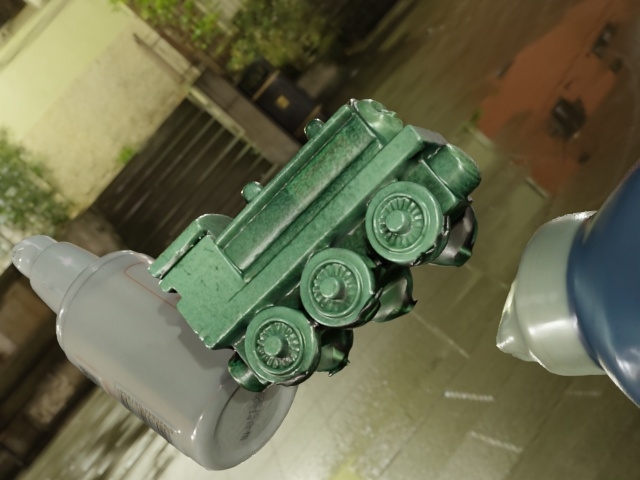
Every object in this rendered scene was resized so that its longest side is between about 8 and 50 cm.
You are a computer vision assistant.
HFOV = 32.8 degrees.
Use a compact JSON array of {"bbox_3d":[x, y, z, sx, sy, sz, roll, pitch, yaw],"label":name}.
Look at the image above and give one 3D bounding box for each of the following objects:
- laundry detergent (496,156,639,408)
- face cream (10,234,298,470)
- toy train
[{"bbox_3d":[0.187,0.002,0.401,0.290,0.094,0.143,-11,56,47],"label":"laundry detergent"},{"bbox_3d":[-0.137,0.062,0.801,0.101,0.251,0.101,-34,-40,-35],"label":"face cream"},{"bbox_3d":[0.000,0.000,0.557,0.170,0.111,0.071,-45,-15,18],"label":"toy train"}]
